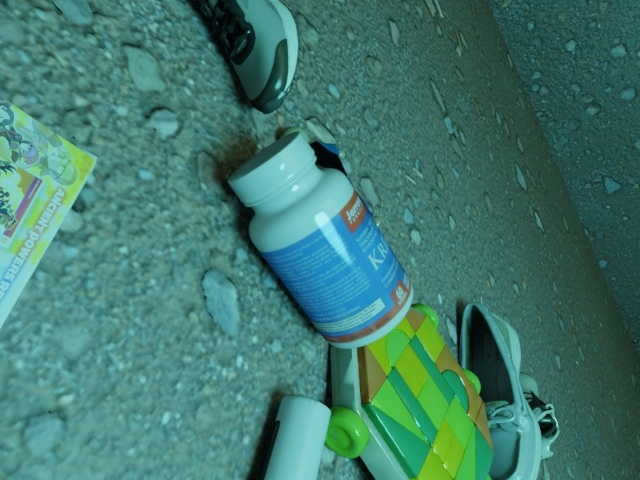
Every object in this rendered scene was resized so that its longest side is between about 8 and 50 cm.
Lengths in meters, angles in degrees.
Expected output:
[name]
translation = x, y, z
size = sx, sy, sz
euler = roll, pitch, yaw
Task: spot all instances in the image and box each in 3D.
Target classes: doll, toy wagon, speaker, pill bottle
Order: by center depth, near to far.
[speaker]
translation = -0.030, 0.222, 0.435
size = 0.055, 0.055, 0.136
euler = 44, 46, -32
[pill bottle]
translation = 0.000, 0.000, 0.503
size = 0.222, 0.124, 0.124
euler = 55, 41, -21
[toy wagon]
translation = 0.146, 0.247, 0.600
size = 0.345, 0.068, 0.267
euler = 56, 39, -1
[doll]
translation = 0.013, -0.072, 0.611
size = 0.189, 0.046, 0.129
euler = 52, 41, -25

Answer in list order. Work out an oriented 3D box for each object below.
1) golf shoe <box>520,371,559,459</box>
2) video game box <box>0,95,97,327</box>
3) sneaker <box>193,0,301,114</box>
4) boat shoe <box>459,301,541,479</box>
[golf shoe]
translation = 0.392, 0.336, 0.864
size = 0.272, 0.120, 0.105
euler = -25, 94, -54
[video game box]
translation = -0.258, -0.021, 0.254
size = 0.187, 0.048, 0.205
euler = 38, 50, -34
[sneaker]
translation = -0.104, -0.270, 0.519
size = 0.107, 0.100, 0.272
euler = -15, 84, -38
[boat shoe]
translation = 0.285, 0.254, 0.772
size = 0.103, 0.118, 0.321
euler = 41, 43, -26
